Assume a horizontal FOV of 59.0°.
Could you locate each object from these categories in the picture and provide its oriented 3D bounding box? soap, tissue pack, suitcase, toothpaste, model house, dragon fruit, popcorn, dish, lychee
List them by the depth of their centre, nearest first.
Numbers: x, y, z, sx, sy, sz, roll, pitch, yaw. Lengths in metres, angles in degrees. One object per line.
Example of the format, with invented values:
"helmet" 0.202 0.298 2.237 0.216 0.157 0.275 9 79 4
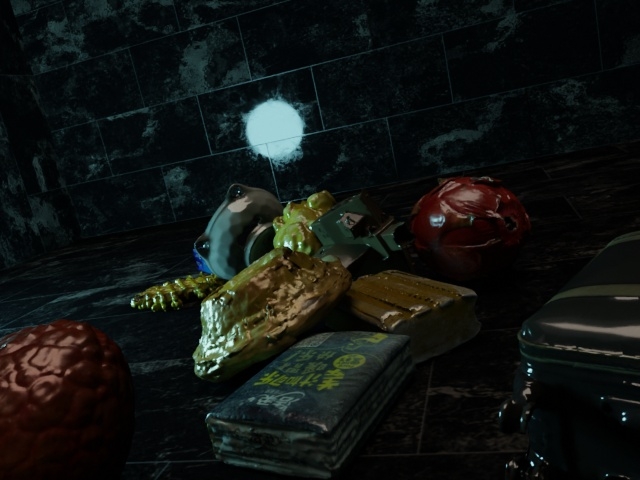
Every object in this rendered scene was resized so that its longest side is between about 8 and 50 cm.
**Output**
"suitcase" 0.382 0.106 0.575 0.283 0.194 0.434 0 15 44
"lychee" -0.347 0.233 0.662 0.300 0.255 0.255 -52 25 -14
"tissue pack" -0.003 0.206 0.770 0.185 0.081 0.257 -6 14 32
"soap" 0.127 0.125 0.997 0.173 0.089 0.274 -19 13 -21
"model house" 0.099 0.014 1.192 0.204 0.211 0.243 -40 11 -21
"dragon fruit" 0.311 -0.026 1.199 0.241 0.241 0.252 -22 31 -38
"popcorn" 0.000 0.000 1.430 0.252 0.215 0.286 39 27 15
"dish" -0.173 0.003 1.522 0.303 0.303 0.120 -22 38 -40
"toothpaste" -0.307 0.064 1.758 0.066 0.076 0.320 -18 13 -31

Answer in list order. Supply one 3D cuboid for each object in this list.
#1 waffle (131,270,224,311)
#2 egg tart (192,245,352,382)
"waffle" -0.385 0.138 1.568 0.228 0.051 0.231 -11 11 23
"egg tart" -0.105 0.109 1.011 0.341 0.129 0.341 -34 8 5
